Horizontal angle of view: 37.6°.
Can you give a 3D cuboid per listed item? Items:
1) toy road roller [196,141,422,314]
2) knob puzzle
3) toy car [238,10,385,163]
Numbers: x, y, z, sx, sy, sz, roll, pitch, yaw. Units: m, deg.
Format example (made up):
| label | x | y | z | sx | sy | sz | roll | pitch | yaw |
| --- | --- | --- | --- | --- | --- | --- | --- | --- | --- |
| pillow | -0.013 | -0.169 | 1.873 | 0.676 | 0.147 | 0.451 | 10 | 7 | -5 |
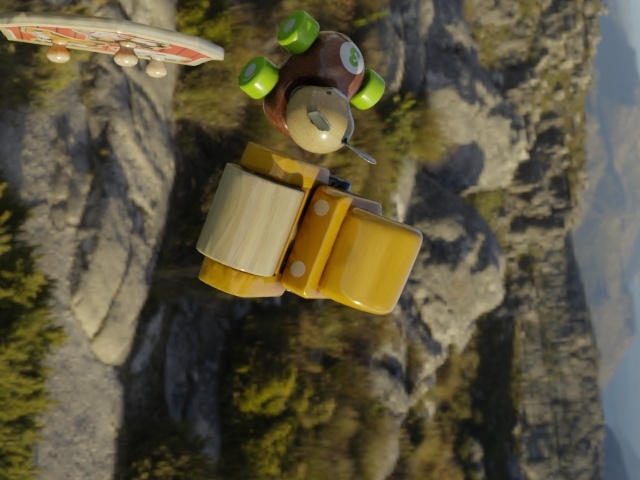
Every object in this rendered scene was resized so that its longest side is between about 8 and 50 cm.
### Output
| label | x | y | z | sx | sy | sz | roll | pitch | yaw |
| --- | --- | --- | --- | --- | --- | --- | --- | --- | --- |
| toy road roller | 0.000 | 0.000 | 1.370 | 0.329 | 0.241 | 0.202 | 8 | 104 | -66 |
| knob puzzle | -0.175 | -0.159 | 0.781 | 0.213 | 0.213 | 0.029 | -4 | 101 | -69 |
| toy car | 0.009 | -0.166 | 1.156 | 0.155 | 0.149 | 0.188 | 35 | 16 | -33 |
